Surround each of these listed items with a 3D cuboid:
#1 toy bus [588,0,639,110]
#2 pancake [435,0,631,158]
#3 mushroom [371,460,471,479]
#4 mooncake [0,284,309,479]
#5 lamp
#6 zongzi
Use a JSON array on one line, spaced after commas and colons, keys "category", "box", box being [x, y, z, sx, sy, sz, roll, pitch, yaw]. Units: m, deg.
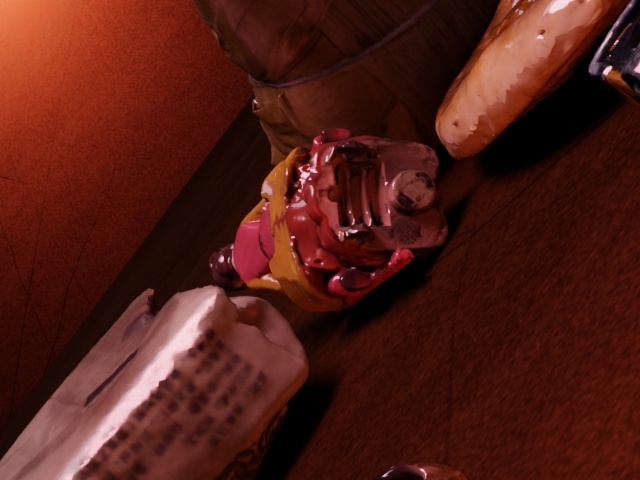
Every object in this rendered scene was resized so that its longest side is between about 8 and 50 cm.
[{"category": "toy bus", "box": [0.172, -0.050, 0.434, 0.098, 0.114, 0.201, -53, 15, 5]}, {"category": "pancake", "box": [0.195, -0.196, 0.956, 0.356, 0.065, 0.356, -47, 8, 9]}, {"category": "mushroom", "box": [0.054, 0.138, 0.531, 0.060, 0.061, 0.187, -23, 20, -2]}, {"category": "mooncake", "box": [-0.128, 0.155, 1.029, 0.254, 0.136, 0.250, -51, 11, -17]}, {"category": "lamp", "box": [0.000, 0.000, 1.066, 0.118, 0.118, 0.253, -58, 8, -26]}, {"category": "zongzi", "box": [0.022, -0.242, 1.099, 0.160, 0.360, 0.323, 9, 59, 46]}]
